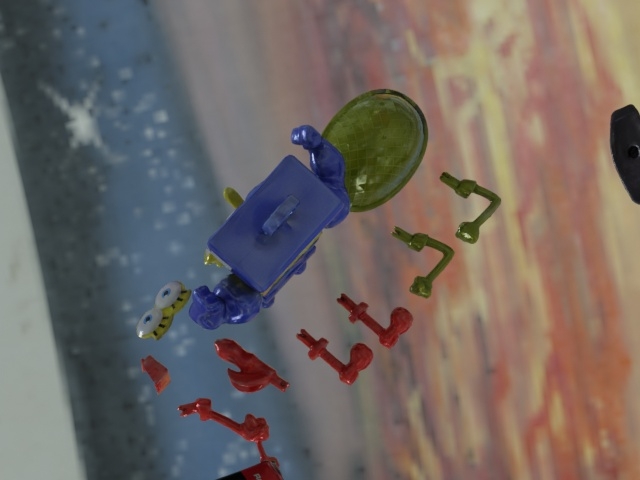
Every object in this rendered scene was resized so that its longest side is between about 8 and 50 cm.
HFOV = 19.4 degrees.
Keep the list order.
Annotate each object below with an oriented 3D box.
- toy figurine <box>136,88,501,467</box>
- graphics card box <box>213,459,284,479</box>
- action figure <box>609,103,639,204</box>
[{"bbox_3d":[0.000,0.000,1.604,0.362,0.191,0.217,-46,-12,-13],"label":"toy figurine"},{"bbox_3d":[-0.147,0.331,1.423,0.233,0.371,0.094,54,147,32],"label":"graphics card box"},{"bbox_3d":[0.337,-0.059,1.449,0.285,0.185,0.099,21,-133,-51],"label":"action figure"}]
